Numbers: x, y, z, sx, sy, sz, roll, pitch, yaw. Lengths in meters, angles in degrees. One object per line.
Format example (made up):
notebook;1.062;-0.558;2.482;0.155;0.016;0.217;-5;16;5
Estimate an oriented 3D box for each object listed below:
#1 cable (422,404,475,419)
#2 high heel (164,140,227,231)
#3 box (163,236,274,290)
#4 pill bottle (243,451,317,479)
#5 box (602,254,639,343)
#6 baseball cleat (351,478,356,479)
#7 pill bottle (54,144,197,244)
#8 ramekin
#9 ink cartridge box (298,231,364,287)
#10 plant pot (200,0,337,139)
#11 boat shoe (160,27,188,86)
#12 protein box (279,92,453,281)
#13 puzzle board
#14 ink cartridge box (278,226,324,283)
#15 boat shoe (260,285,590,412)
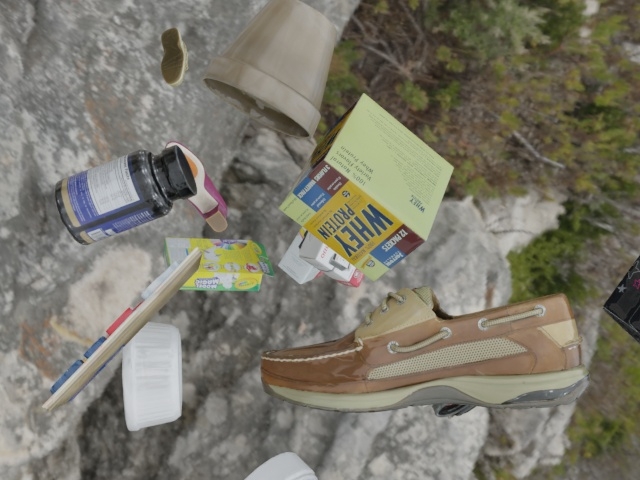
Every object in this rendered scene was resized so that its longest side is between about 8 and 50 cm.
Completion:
cable;0.326;0.281;1.609;0.139;0.072;0.287;11;133;-48
high heel;-0.283;-0.136;1.799;0.082;0.117;0.244;-34;120;3
box;-0.175;0.040;1.357;0.179;0.105;0.043;1;124;-18
pill bottle;0.009;0.418;0.996;0.161;0.283;0.161;-35;149;-24
box;0.501;0.045;0.956;0.142;0.163;0.247;21;109;-25
baseball cleat;0.070;0.475;1.264;0.072;0.206;0.109;27;97;-21
pill bottle;-0.331;-0.083;1.358;0.219;0.123;0.123;-20;126;3
ramekin;-0.405;0.323;1.928;0.127;0.273;0.273;-2;116;-8
ink cartridge box;0.036;0.020;1.566;0.135;0.056;0.099;33;76;-38
plant pot;-0.102;-0.456;2.025;0.323;0.323;0.280;29;87;-41
boat shoe;-0.265;-0.334;1.465;0.050;0.135;0.045;-15;148;15
protein box;0.078;-0.085;1.265;0.200;0.201;0.136;38;133;-10
puzzle board;-0.125;0.056;0.511;0.011;0.096;0.128;44;77;-2
ink cartridge box;0.000;0.000;1.775;0.175;0.072;0.127;-58;163;21
boat shoe;0.101;0.106;0.805;0.324;0.122;0.120;-4;88;11
